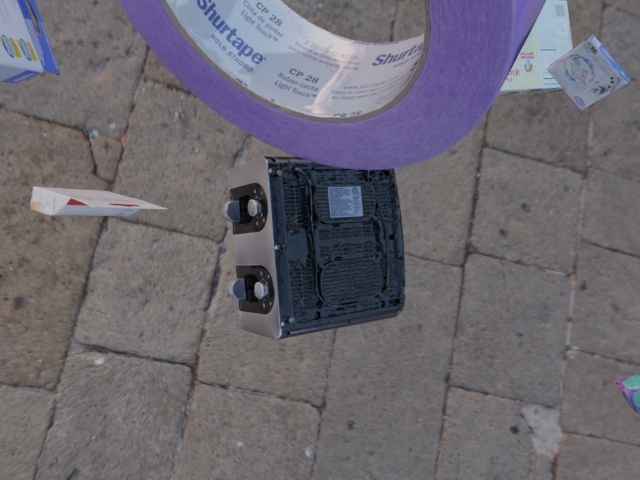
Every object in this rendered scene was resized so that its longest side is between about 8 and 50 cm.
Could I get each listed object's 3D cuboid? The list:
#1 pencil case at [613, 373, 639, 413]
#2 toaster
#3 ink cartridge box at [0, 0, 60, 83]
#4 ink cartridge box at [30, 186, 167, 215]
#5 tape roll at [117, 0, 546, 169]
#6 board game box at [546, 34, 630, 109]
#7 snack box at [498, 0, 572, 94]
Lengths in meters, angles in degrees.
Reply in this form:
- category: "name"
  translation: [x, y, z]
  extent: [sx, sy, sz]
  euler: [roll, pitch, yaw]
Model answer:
- category: "pencil case"
  translation: [0.613, 0.247, 1.145]
  extent: [0.152, 0.064, 0.070]
  euler: [-33, 53, 13]
- category: "toaster"
  translation: [0.000, 0.000, 0.643]
  extent: [0.186, 0.110, 0.168]
  euler: [-6, 92, -36]
- category: "ink cartridge box"
  translation: [-0.484, -0.311, 0.850]
  extent: [0.065, 0.311, 0.185]
  euler: [-19, 94, 15]
- category: "ink cartridge box"
  translation: [-0.364, -0.052, 1.057]
  extent: [0.145, 0.179, 0.045]
  euler: [-1, 105, -52]
- category: "tape roll"
  translation: [-0.006, -0.171, 0.385]
  extent: [0.275, 0.275, 0.090]
  euler: [36, 62, -6]
- category: "board game box"
  translation: [0.418, -0.262, 1.005]
  extent: [0.090, 0.090, 0.020]
  euler: [48, 59, -6]
- category: "snack box"
  translation: [0.385, -0.395, 1.314]
  extent: [0.322, 0.060, 0.187]
  euler: [-9, 93, -28]
